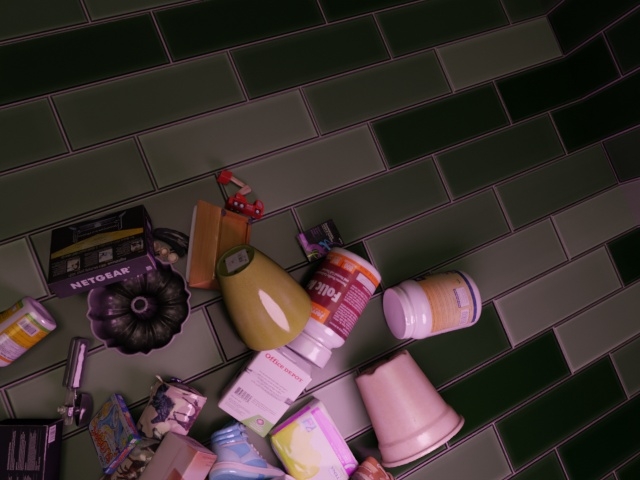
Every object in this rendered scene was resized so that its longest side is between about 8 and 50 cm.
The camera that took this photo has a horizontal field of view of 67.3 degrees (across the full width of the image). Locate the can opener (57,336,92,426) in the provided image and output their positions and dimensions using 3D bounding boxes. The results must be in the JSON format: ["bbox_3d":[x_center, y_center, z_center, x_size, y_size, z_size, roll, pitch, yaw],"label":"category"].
[{"bbox_3d":[-0.791,0.457,1.564,0.093,0.074,0.281,11,79,-49],"label":"can opener"}]

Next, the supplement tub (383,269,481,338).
[{"bbox_3d":[0.420,0.246,1.832,0.315,0.228,0.229,-10,85,-17],"label":"supplement tub"}]

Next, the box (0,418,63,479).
[{"bbox_3d":[-0.901,0.684,1.455,0.184,0.103,0.262,1,82,-2],"label":"box"}]

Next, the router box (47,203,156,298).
[{"bbox_3d":[-0.699,0.029,1.547,0.308,0.081,0.243,-17,49,-7],"label":"router box"}]

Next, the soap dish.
[{"bbox_3d":[-0.342,0.025,1.659,0.118,0.229,0.291,-1,79,26],"label":"soap dish"}]

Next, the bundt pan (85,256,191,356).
[{"bbox_3d":[-0.589,0.218,1.600,0.330,0.124,0.331,1,78,-7],"label":"bundt pan"}]

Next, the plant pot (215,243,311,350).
[{"bbox_3d":[-0.207,0.158,1.553,0.274,0.274,0.294,-41,130,-17],"label":"plant pot"}]

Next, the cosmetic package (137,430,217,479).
[{"bbox_3d":[-0.458,0.740,1.422,0.129,0.153,0.296,23,70,23],"label":"cosmetic package"}]

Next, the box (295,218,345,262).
[{"bbox_3d":[0.000,0.000,1.858,0.162,0.029,0.116,-27,90,-18],"label":"box"}]

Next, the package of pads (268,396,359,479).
[{"bbox_3d":[-0.027,0.751,1.703,0.229,0.101,0.297,-31,90,-18],"label":"package of pads"}]

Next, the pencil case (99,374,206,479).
[{"bbox_3d":[-0.547,0.650,1.546,0.183,0.160,0.411,28,75,1],"label":"pencil case"}]

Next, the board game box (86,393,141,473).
[{"bbox_3d":[-0.649,0.601,1.505,0.136,0.201,0.035,-50,138,-3],"label":"board game box"}]

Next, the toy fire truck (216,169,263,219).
[{"bbox_3d":[-0.296,-0.168,1.784,0.191,0.047,0.135,20,58,-23],"label":"toy fire truck"}]

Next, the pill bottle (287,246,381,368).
[{"bbox_3d":[0.030,0.241,1.729,0.224,0.224,0.392,35,74,-8],"label":"pill bottle"}]

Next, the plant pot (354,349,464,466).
[{"bbox_3d":[0.290,0.577,1.724,0.333,0.334,0.306,-25,78,-17],"label":"plant pot"}]

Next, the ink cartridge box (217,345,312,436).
[{"bbox_3d":[-0.186,0.494,1.645,0.198,0.115,0.273,38,96,-7],"label":"ink cartridge box"}]

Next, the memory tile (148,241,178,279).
[{"bbox_3d":[-0.590,0.061,1.697,0.148,0.012,0.113,34,75,-8],"label":"memory tile"}]

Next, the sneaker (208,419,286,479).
[{"bbox_3d":[-0.244,0.726,1.640,0.127,0.208,0.319,-37,132,18],"label":"sneaker"}]

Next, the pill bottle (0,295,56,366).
[{"bbox_3d":[-0.972,0.301,1.492,0.245,0.136,0.136,-41,94,-17],"label":"pill bottle"}]

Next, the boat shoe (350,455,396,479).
[{"bbox_3d":[0.231,0.891,1.711,0.120,0.122,0.324,-52,124,-34],"label":"boat shoe"}]

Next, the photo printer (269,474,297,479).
[{"bbox_3d":[-0.093,0.911,1.577,0.256,0.107,0.307,-37,113,26],"label":"photo printer"}]

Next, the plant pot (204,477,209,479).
[{"bbox_3d":[-0.417,0.841,1.547,0.187,0.205,0.205,36,74,9],"label":"plant pot"}]

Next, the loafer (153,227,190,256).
[{"bbox_3d":[-0.486,0.020,1.697,0.223,0.076,0.078,23,69,-15],"label":"loafer"}]
